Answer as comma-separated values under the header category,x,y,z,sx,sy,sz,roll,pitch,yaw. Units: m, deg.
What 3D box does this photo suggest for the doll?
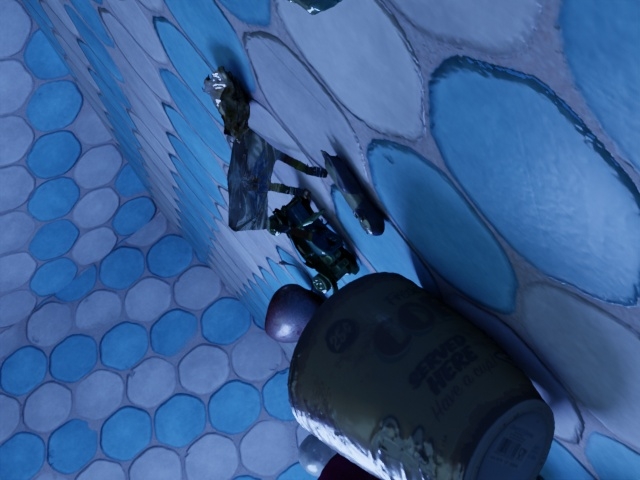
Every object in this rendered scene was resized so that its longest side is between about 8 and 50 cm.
category,x,y,z,sx,sy,sz,roll,pitch,yaw
doll,0.037,-0.056,0.935,0.125,0.027,0.037,54,175,-16

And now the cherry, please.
category,x,y,z,sx,sy,sz,roll,pitch,yaw
cherry,-0.074,0.141,1.637,0.188,0.148,0.115,30,-131,-43

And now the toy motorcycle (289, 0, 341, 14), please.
category,x,y,z,sx,sy,sz,roll,pitch,yaw
toy motorcycle,-0.088,-0.269,0.567,0.296,0.109,0.198,46,170,28

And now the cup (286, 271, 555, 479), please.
category,x,y,z,sx,sy,sz,roll,pitch,yaw
cup,0.148,0.200,0.931,0.301,0.227,0.257,22,-173,-44

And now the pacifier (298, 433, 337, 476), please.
category,x,y,z,sx,sy,sz,roll,pitch,yaw
pacifier,0.094,0.393,1.661,0.220,0.273,0.332,7,138,50

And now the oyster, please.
category,x,y,z,sx,sy,sz,roll,pitch,yaw
oyster,-0.123,-0.183,1.091,0.103,0.051,0.148,71,165,-8

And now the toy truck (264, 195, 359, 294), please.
category,x,y,z,sx,sy,sz,roll,pitch,yaw
toy truck,-0.001,-0.001,1.167,0.154,0.080,0.078,52,142,-4

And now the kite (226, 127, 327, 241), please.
category,x,y,z,sx,sy,sz,roll,pitch,yaw
kite,-0.074,-0.065,1.136,0.310,0.015,0.169,32,117,57

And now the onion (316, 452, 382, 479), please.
category,x,y,z,sx,sy,sz,roll,pitch,yaw
onion,0.176,0.486,1.322,0.398,0.398,0.420,48,150,14
